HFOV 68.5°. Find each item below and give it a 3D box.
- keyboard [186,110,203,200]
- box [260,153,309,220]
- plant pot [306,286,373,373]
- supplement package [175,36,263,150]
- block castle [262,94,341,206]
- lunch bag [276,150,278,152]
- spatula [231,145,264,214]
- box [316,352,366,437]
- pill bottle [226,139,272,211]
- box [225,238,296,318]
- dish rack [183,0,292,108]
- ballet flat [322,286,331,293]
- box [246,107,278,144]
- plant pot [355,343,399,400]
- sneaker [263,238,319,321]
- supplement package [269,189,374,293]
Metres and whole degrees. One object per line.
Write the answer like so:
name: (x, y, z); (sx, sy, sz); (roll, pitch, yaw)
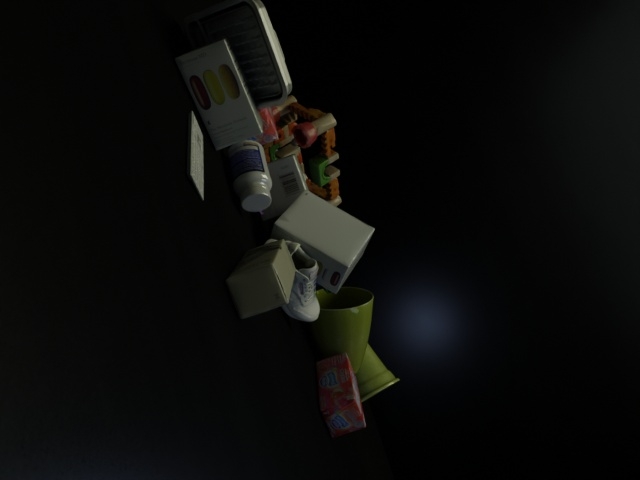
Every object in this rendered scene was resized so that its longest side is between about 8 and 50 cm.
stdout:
keyboard: (-0.273, -0.193, 1.039); (0.072, 0.014, 0.256); (67, 6, -45)
box: (-0.142, -0.187, 1.631); (0.119, 0.181, 0.181); (-81, 151, -78)
plant pot: (0.074, 0.359, 1.811); (0.275, 0.274, 0.294); (-90, 176, -79)
supplement package: (-0.260, -0.388, 1.241); (0.134, 0.139, 0.244); (-103, 172, -63)
block castle: (-0.096, -0.305, 1.831); (0.303, 0.213, 0.453); (36, -31, 34)
lunch bag: (-0.225, -0.380, 2.028); (0.129, 0.096, 0.151); (65, 17, -55)
spatula: (-0.242, -0.218, 1.475); (0.084, 0.030, 0.297); (-75, 146, -85)
box: (0.064, 0.518, 1.601); (0.257, 0.122, 0.128); (-100, 171, -68)
pill bottle: (-0.197, -0.180, 1.329); (0.112, 0.112, 0.187); (65, 8, -60)
box: (-0.128, 0.078, 1.083); (0.275, 0.113, 0.094); (-95, 165, -80)
dish rack: (-0.221, -0.508, 1.305); (0.332, 0.072, 0.286); (8, -52, 44)
ballet flat: (-0.007, 0.105, 1.927); (0.316, 0.106, 0.108); (42, -14, 45)
box: (-0.252, -0.457, 1.598); (0.142, 0.154, 0.300); (66, 7, -48)
plant pot: (0.153, 0.543, 1.989); (0.254, 0.276, 0.276); (61, 0, 20)
sneaker: (-0.062, 0.130, 1.400); (0.114, 0.152, 0.305); (-55, 129, -42)
supplement package: (0.000, 0.000, 1.482); (0.204, 0.261, 0.145); (-52, 168, -42)
